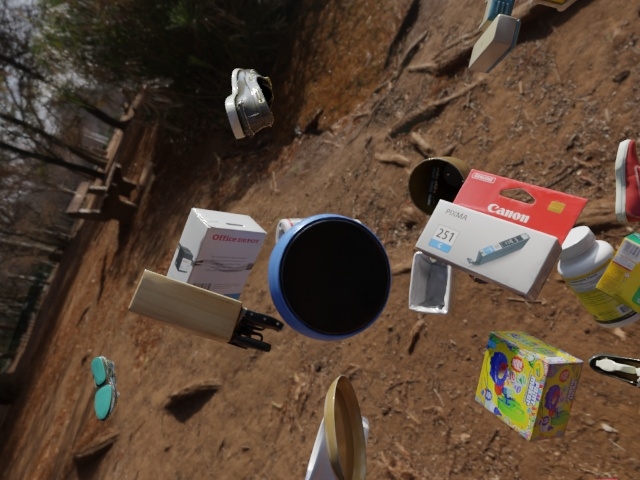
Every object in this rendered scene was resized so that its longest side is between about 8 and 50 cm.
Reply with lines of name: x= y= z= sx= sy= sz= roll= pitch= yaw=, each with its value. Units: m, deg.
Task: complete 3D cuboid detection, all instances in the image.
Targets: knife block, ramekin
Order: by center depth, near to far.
knife block: x=-0.221 y=0.161 z=0.964 sx=0.242 sy=0.275 sz=0.088 roll=4 pitch=67 yaw=29
ramekin: x=0.051 y=0.649 z=1.393 sx=0.277 sy=0.135 sz=0.277 roll=17 pitch=-90 yaw=-86

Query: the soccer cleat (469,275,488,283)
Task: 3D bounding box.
soccer cleat: x=0.533 y=0.007 z=1.454 sx=0.093 sy=0.121 sz=0.289 roll=-104 pitch=3 yaw=-64

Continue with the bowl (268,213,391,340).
bowl: x=0.038 y=0.109 z=1.383 sx=0.077 sy=0.391 sz=0.391 roll=160 pitch=126 yaw=-70

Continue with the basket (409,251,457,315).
basket: x=0.324 y=0.123 z=1.285 sx=0.113 sy=0.103 sz=0.167 roll=4 pitch=85 yaw=30

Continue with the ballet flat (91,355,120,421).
ballet flat: x=-0.585 y=0.407 z=1.257 sx=0.070 sy=0.070 sz=0.188 roll=-50 pitch=49 yaw=33

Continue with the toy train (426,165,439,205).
toy train: x=0.438 y=-0.210 z=1.760 sx=0.027 sy=0.036 sz=0.158 roll=5 pitch=86 yaw=57

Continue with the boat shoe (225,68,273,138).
boat shoe: x=-0.151 y=-0.324 z=1.042 sx=0.305 sy=0.091 sz=0.109 roll=-97 pitch=-8 yaw=-54

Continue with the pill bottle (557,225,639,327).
pill bottle: x=0.961 y=0.123 z=1.585 sx=0.188 sy=0.334 sz=0.188 roll=-38 pitch=3 yaw=2

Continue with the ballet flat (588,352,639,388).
ballet flat: x=0.969 y=0.409 z=1.400 sx=0.280 sy=0.096 sz=0.095 roll=-3 pitch=75 yaw=55

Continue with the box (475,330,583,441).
box: x=0.757 y=0.521 z=1.677 sx=0.279 sy=0.177 sz=0.290 roll=-153 pitch=70 yaw=-64

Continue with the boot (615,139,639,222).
boot: x=0.952 y=-0.177 z=1.303 sx=0.176 sy=0.088 sz=0.244 roll=-4 pitch=86 yaw=45

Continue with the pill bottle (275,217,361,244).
pill bottle: x=0.000 y=0.000 z=1.590 sx=0.161 sy=0.283 sz=0.161 roll=177 pitch=90 yaw=-68

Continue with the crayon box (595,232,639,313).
crayon box: x=0.872 y=0.122 z=1.138 sx=0.278 sy=0.081 sz=0.165 roll=42 pitch=132 yaw=40

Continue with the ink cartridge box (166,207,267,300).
ink cartridge box: x=-0.340 y=0.067 z=1.456 sx=0.129 sy=0.223 sz=0.307 roll=41 pitch=114 yaw=38

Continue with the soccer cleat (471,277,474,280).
soccer cleat: x=0.744 y=0.065 z=2.194 sx=0.143 sy=0.331 sz=0.116 roll=33 pitch=63 yaw=29

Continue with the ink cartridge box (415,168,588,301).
ink cartridge box: x=0.409 y=-0.037 z=1.061 sx=0.296 sy=0.066 sz=0.261 roll=27 pitch=85 yaw=42

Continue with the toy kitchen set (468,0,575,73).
toy kitchen set: x=0.401 y=-0.424 z=0.858 sx=0.122 sy=0.166 sz=0.207 roll=130 pitch=155 yaw=-88

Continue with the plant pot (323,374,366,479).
plant pot: x=0.051 y=0.404 z=0.951 sx=0.032 sy=0.236 sz=0.236 roll=-13 pitch=51 yaw=13

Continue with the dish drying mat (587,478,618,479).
dish drying mat: x=0.768 y=0.667 z=1.237 sx=0.083 sy=0.008 sz=0.032 roll=-28 pitch=65 yaw=38

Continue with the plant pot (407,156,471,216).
plant pot: x=0.514 y=-0.242 z=1.852 sx=0.237 sy=0.254 sz=0.237 roll=15 pitch=118 yaw=30
